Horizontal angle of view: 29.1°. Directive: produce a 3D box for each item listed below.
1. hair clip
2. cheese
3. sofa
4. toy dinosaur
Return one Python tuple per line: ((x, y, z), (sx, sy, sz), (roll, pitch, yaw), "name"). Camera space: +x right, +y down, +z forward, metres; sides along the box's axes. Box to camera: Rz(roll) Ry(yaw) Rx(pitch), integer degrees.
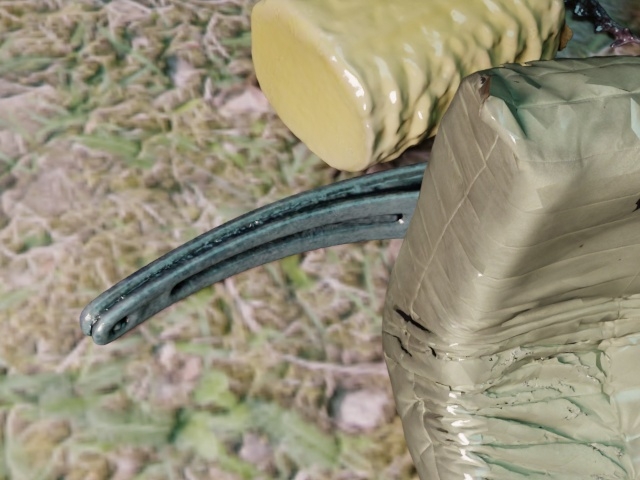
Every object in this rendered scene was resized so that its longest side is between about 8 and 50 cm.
((0.000, 0.000, 0.672), (0.275, 0.048, 0.083), (-16, 59, -17), "hair clip")
((0.053, -0.120, 0.738), (0.167, 0.094, 0.123), (-30, 70, -26), "cheese")
((0.149, 0.038, 0.553), (0.210, 0.225, 0.176), (-4, 50, -18), "sofa")
((0.167, -0.206, 0.852), (0.082, 0.039, 0.209), (-12, 67, -44), "toy dinosaur")
